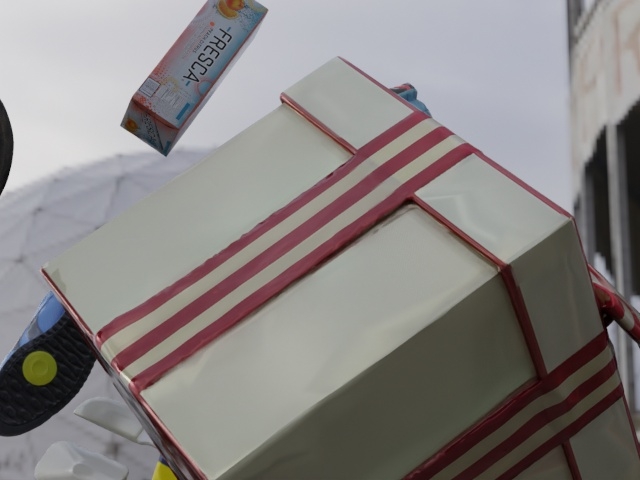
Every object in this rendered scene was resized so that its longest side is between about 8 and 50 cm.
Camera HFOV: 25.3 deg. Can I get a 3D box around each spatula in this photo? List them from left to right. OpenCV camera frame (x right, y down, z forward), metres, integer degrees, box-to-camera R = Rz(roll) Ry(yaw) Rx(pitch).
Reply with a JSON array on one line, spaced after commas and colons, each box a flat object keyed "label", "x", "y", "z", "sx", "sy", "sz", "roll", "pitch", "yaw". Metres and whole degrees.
[{"label": "spatula", "x": -0.126, "y": 0.202, "z": 1.317, "sx": 0.242, "sy": 0.168, "sz": 0.019, "roll": 24, "pitch": -29, "yaw": 16}]

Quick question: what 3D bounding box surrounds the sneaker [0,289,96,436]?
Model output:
[{"label": "sneaker", "x": -0.242, "y": 0.095, "z": 1.311, "sx": 0.069, "sy": 0.209, "sz": 0.082, "roll": 39, "pitch": -26, "yaw": -16}]

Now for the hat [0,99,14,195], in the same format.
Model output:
[{"label": "hat", "x": -0.532, "y": -0.094, "z": 1.770, "sx": 0.331, "sy": 0.331, "sz": 0.134, "roll": 1, "pitch": -18, "yaw": 2}]

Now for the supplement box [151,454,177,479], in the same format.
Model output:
[{"label": "supplement box", "x": -0.039, "y": 0.336, "z": 1.068, "sx": 0.195, "sy": 0.356, "sz": 0.194, "roll": 23, "pitch": 9, "yaw": 32}]

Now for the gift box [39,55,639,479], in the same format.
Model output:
[{"label": "gift box", "x": 0.029, "y": 0.073, "z": 0.844, "sx": 0.258, "sy": 0.255, "sz": 0.276, "roll": -36, "pitch": -43, "yaw": -11}]

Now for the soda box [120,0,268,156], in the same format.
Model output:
[{"label": "soda box", "x": -0.125, "y": -0.173, "z": 1.428, "sx": 0.058, "sy": 0.183, "sz": 0.063, "roll": 34, "pitch": -30, "yaw": -2}]

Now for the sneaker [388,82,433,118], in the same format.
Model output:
[{"label": "sneaker", "x": 0.000, "y": 0.000, "z": 1.060, "sx": 0.104, "sy": 0.125, "sz": 0.262, "roll": -25, "pitch": -11, "yaw": -48}]
